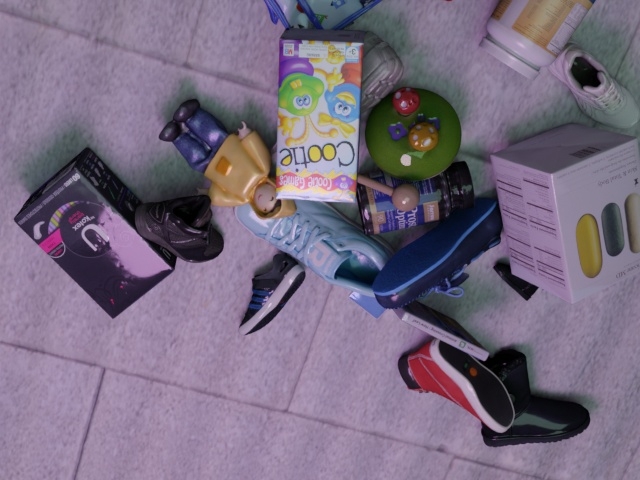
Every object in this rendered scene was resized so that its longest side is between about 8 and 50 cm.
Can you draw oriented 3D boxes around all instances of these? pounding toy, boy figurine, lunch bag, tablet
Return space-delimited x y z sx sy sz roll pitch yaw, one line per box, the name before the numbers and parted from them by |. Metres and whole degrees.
pounding toy | 0.158 -0.191 1.723 0.183 0.110 0.237 32 79 11
boy figurine | -0.169 -0.131 1.755 0.285 0.092 0.177 43 104 2
lunch bag | -0.020 -0.502 1.647 0.243 0.115 0.303 -31 109 10
tablet | 0.105 0.123 1.955 0.083 0.006 0.054 38 104 -16

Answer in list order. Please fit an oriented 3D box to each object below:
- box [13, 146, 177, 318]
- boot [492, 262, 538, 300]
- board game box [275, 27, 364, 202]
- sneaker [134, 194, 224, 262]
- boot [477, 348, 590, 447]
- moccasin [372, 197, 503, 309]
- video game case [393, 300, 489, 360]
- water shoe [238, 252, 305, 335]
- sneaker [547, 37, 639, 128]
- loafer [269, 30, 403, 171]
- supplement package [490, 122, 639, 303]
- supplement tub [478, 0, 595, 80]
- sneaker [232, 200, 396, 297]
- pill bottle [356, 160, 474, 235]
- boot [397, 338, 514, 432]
box | -0.420 -0.015 1.790 0.165 0.143 0.270 -38 110 11
boot | 0.428 0.060 1.933 0.121 0.045 0.099 39 104 -21
board game box | -0.001 -0.219 1.627 0.142 0.144 0.275 3 110 2
sneaker | -0.231 -0.020 1.771 0.130 0.087 0.227 -11 155 28
boot | 0.449 0.332 2.013 0.246 0.094 0.207 -10 116 7
moccasin | 0.248 0.044 1.798 0.342 0.137 0.117 -34 117 -25
video game case | 0.219 0.160 1.865 0.193 0.212 0.023 27 96 -15
water shoe | -0.110 0.108 1.911 0.080 0.073 0.203 48 112 16
sneaker | 0.522 -0.283 1.767 0.232 0.115 0.090 36 105 -16
loafer | 0.015 -0.255 1.759 0.319 0.112 0.111 -42 72 16
supplement package | 0.478 -0.058 1.780 0.199 0.198 0.263 -22 113 -17
supplement tub | 0.392 -0.406 1.694 0.144 0.144 0.200 29 107 -14
sneaker | 0.000 0.000 1.822 0.366 0.150 0.135 23 107 -11
pill bottle | 0.181 -0.089 1.815 0.219 0.123 0.123 -11 112 1
boot | 0.279 0.317 1.966 0.244 0.088 0.176 47 140 -3
